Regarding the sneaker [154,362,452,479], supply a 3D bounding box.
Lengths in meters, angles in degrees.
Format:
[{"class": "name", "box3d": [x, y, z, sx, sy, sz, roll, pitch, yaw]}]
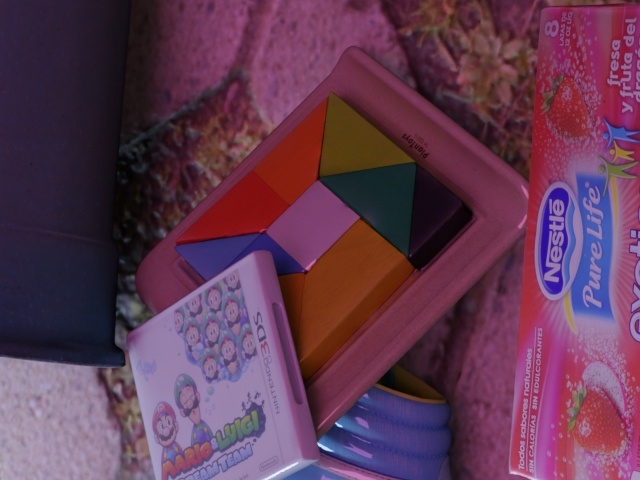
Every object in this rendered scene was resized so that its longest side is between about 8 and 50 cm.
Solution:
[{"class": "sneaker", "box3d": [-0.045, 0.149, 1.359, 0.319, 0.127, 0.208, 4, 93, 20]}]

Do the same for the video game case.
[{"class": "video game case", "box3d": [-0.068, 0.101, 1.272, 0.157, 0.019, 0.143, -33, 64, 44]}]

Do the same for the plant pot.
[{"class": "plant pot", "box3d": [-0.279, -0.101, 1.359, 0.341, 0.341, 0.334, 8, 87, 24]}]

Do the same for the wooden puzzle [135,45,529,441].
[{"class": "wooden puzzle", "box3d": [0.000, 0.000, 1.295, 0.238, 0.044, 0.221, -48, 49, 1]}]

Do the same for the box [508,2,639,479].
[{"class": "box", "box3d": [0.226, 0.008, 1.184, 0.142, 0.154, 0.300, 10, 98, 55]}]
